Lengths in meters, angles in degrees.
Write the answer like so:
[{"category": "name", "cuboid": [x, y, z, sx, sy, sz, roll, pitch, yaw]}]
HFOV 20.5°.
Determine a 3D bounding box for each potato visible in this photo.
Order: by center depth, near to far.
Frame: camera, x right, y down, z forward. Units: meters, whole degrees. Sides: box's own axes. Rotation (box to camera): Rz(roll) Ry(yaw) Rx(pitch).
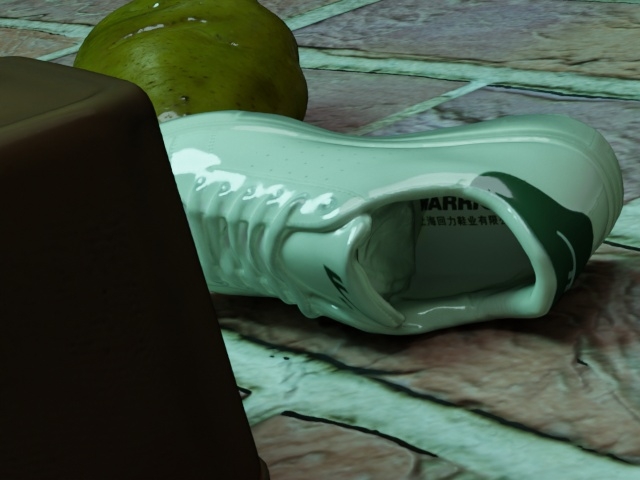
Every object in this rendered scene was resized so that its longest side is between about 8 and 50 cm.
[{"category": "potato", "cuboid": [-0.116, -0.104, 1.459, 0.195, 0.176, 0.369, 26, 25, -11]}]

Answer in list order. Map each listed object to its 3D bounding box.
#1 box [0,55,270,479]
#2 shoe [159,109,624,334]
[{"category": "box", "cuboid": [-0.233, 0.062, 0.895, 0.339, 0.229, 0.239, -21, 20, -26]}, {"category": "shoe", "cuboid": [0.000, 0.000, 1.108, 0.363, 0.131, 0.160, -1, 26, 19]}]
